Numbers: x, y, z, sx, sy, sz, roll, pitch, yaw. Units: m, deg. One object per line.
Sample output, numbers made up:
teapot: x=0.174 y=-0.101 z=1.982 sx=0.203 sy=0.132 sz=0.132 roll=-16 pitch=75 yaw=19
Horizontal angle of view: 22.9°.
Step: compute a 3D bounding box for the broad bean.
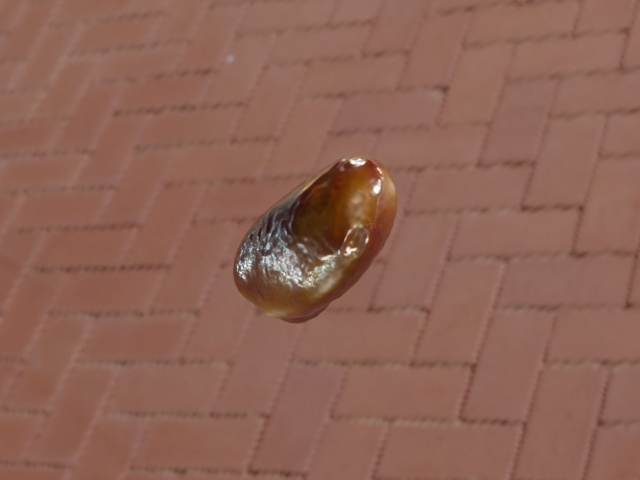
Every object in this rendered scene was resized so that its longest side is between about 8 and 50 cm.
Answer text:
broad bean: x=0.000 y=0.000 z=1.153 sx=0.165 sy=0.084 sz=0.114 roll=-33 pitch=44 yaw=56
